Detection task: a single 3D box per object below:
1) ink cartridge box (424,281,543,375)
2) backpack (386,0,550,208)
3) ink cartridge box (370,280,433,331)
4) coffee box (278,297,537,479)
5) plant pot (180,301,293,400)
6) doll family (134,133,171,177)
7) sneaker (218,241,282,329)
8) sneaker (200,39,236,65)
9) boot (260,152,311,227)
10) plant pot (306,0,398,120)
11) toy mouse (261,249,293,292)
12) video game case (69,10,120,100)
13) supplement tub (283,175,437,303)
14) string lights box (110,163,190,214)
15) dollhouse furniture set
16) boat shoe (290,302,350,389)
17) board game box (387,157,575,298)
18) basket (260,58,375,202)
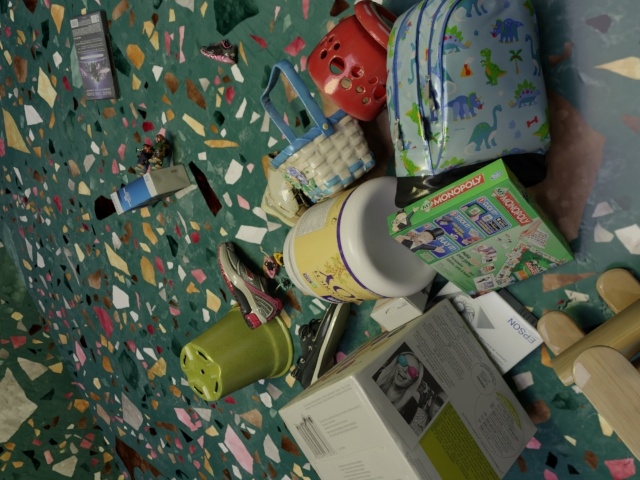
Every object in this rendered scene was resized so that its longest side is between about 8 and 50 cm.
[{"bbox_3d":[0.342,0.192,1.164,0.223,0.045,0.224,45,129,18],"label":"ink cartridge box"},{"bbox_3d":[0.252,-0.260,0.921,0.273,0.290,0.356,147,114,-76],"label":"backpack"},{"bbox_3d":[0.187,0.119,1.186,0.063,0.150,0.109,42,132,-10],"label":"ink cartridge box"},{"bbox_3d":[0.181,0.388,1.147,0.338,0.334,0.337,56,141,7],"label":"coffee box"},{"bbox_3d":[-0.266,0.341,1.583,0.276,0.254,0.276,15,115,35],"label":"plant pot"},{"bbox_3d":[-0.535,-0.273,1.677,0.193,0.076,0.111,-13,62,34],"label":"doll family"},{"bbox_3d":[-0.218,0.124,1.565,0.299,0.112,0.121,56,163,28],"label":"sneaker"},{"bbox_3d":[-0.269,-0.509,1.412,0.119,0.047,0.057,25,106,26],"label":"sneaker"},{"bbox_3d":[-0.066,-0.128,1.362,0.213,0.077,0.165,26,119,34],"label":"boot"},{"bbox_3d":[0.095,-0.369,1.067,0.191,0.191,0.174,52,123,12],"label":"plant pot"},{"bbox_3d":[-0.112,0.090,1.509,0.161,0.031,0.143,31,130,31],"label":"toy mouse"},{"bbox_3d":[-0.765,-0.618,1.788,0.196,0.026,0.274,10,113,37],"label":"video game case"},{"bbox_3d":[0.078,0.013,1.148,0.331,0.241,0.241,-19,94,60],"label":"supplement tub"},{"bbox_3d":[-0.554,-0.164,1.711,0.259,0.133,0.077,-17,96,43],"label":"string lights box"},{"bbox_3d":[0.497,0.057,0.792,0.394,0.362,0.256,-40,80,13],"label":"dollhouse furniture set"},{"bbox_3d":[-0.012,0.275,1.435,0.113,0.127,0.340,28,130,19],"label":"boat shoe"},{"bbox_3d":[0.296,-0.002,0.949,0.213,0.317,0.046,-28,49,28],"label":"board game box"},{"bbox_3d":[-0.027,-0.235,1.165,0.289,0.201,0.255,58,168,-3],"label":"basket"}]
